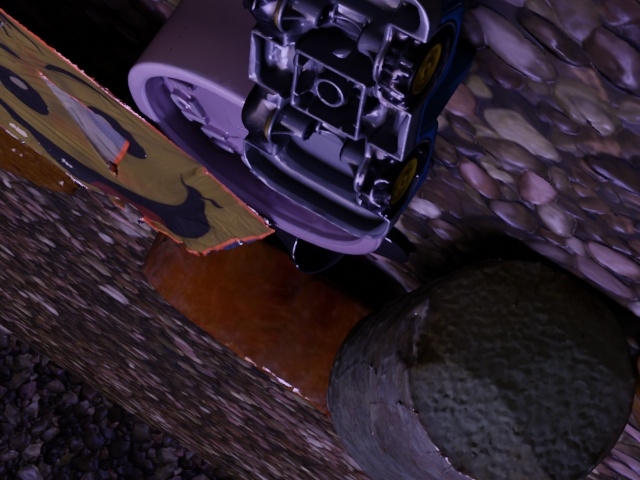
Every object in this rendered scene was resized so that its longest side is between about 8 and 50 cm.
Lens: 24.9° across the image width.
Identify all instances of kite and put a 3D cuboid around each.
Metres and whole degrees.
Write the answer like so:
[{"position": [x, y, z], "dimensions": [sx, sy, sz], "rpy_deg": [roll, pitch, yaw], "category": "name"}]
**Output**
[{"position": [-0.186, -0.088, 1.079], "dimensions": [0.377, 0.013, 0.327], "rpy_deg": [27, 163, 27], "category": "kite"}]

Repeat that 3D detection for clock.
[{"position": [-0.027, -0.075, 0.939], "dimensions": [0.197, 0.068, 0.197], "rpy_deg": [32, 165, 10], "category": "clock"}]

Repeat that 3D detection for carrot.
[{"position": [-0.039, 0.062, 1.310], "dimensions": [0.258, 0.100, 0.307], "rpy_deg": [38, 177, -31], "category": "carrot"}]

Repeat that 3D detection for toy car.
[{"position": [0.024, -0.097, 0.741], "dimensions": [0.097, 0.100, 0.191], "rpy_deg": [30, 144, 16], "category": "toy car"}]

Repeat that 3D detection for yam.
[{"position": [0.102, 0.105, 1.044], "dimensions": [0.161, 0.161, 0.268], "rpy_deg": [36, 165, -5], "category": "yam"}]

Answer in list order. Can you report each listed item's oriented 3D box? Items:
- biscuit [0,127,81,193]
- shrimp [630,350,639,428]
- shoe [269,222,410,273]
[{"position": [-0.309, -0.151, 1.271], "dimensions": [0.296, 0.075, 0.296], "rpy_deg": [29, 164, 10], "category": "biscuit"}, {"position": [0.268, 0.141, 0.940], "dimensions": [0.185, 0.068, 0.287], "rpy_deg": [54, 165, -19], "category": "shrimp"}, {"position": [0.000, 0.000, 1.138], "dimensions": [0.159, 0.053, 0.062], "rpy_deg": [16, 160, 42], "category": "shoe"}]
